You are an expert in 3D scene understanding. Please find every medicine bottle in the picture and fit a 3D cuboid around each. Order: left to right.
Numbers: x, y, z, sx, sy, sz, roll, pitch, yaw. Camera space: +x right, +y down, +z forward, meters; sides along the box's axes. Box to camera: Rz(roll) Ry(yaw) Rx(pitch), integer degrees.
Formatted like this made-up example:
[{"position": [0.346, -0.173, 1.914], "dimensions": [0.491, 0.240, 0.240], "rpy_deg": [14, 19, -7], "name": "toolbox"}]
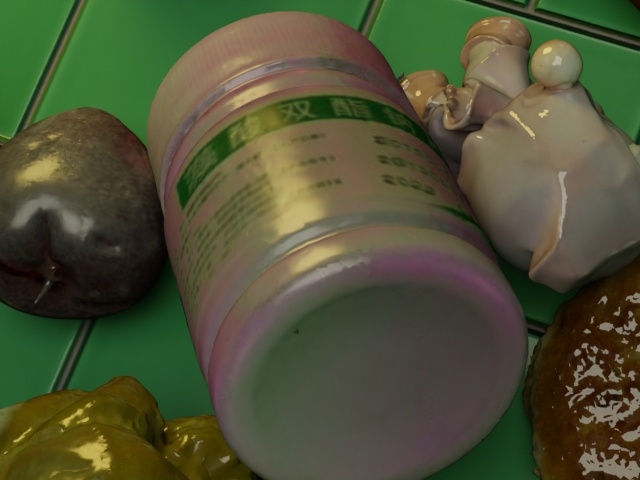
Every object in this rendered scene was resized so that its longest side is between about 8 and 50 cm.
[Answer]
[{"position": [0.000, 0.000, 1.163], "dimensions": [0.212, 0.212, 0.325], "rpy_deg": [-24, 37, 3], "name": "medicine bottle"}]

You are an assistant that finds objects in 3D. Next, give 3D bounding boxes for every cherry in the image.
[{"position": [-0.204, -0.018, 1.321], "dimensions": [0.176, 0.140, 0.176], "rpy_deg": [-3, 50, 3], "name": "cherry"}]

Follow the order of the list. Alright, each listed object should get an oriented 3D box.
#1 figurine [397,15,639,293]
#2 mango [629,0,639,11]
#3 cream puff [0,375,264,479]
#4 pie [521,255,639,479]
[{"position": [0.154, -0.067, 1.243], "dimensions": [0.133, 0.200, 0.276], "rpy_deg": [-22, 42, -12], "name": "figurine"}, {"position": [0.308, -0.219, 1.281], "dimensions": [0.146, 0.129, 0.289], "rpy_deg": [-36, 80, -7], "name": "mango"}, {"position": [-0.128, 0.264, 1.172], "dimensions": [0.378, 0.275, 0.378], "rpy_deg": [-1, 106, -2], "name": "cream puff"}, {"position": [0.308, 0.116, 1.207], "dimensions": [0.315, 0.092, 0.315], "rpy_deg": [-4, 72, 11], "name": "pie"}]
